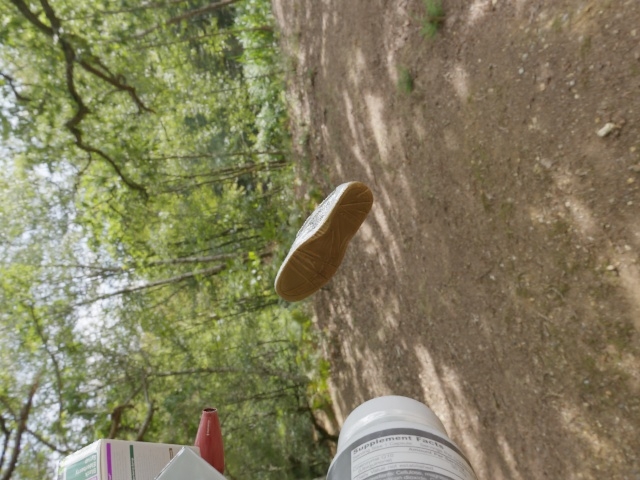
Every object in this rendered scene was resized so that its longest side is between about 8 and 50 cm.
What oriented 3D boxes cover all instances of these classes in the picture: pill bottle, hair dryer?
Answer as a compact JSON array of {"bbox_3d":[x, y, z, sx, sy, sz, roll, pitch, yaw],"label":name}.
[{"bbox_3d":[0.102,0.350,0.541,0.361,0.205,0.204,-68,-34,-80],"label":"pill bottle"},{"bbox_3d":[-0.353,0.559,1.172,0.224,0.293,0.080,41,170,-11],"label":"hair dryer"}]

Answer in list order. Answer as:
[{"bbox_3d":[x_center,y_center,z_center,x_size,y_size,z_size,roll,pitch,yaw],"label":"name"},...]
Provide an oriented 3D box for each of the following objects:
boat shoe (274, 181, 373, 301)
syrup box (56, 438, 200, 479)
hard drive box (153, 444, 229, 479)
[{"bbox_3d":[0.000,0.000,0.935,0.098,0.277,0.096,40,174,-24],"label":"boat shoe"},{"bbox_3d":[-0.311,0.406,0.781,0.237,0.093,0.096,44,-160,-52],"label":"syrup box"},{"bbox_3d":[-0.133,0.428,0.655,0.232,0.089,0.181,30,138,19],"label":"hard drive box"}]
